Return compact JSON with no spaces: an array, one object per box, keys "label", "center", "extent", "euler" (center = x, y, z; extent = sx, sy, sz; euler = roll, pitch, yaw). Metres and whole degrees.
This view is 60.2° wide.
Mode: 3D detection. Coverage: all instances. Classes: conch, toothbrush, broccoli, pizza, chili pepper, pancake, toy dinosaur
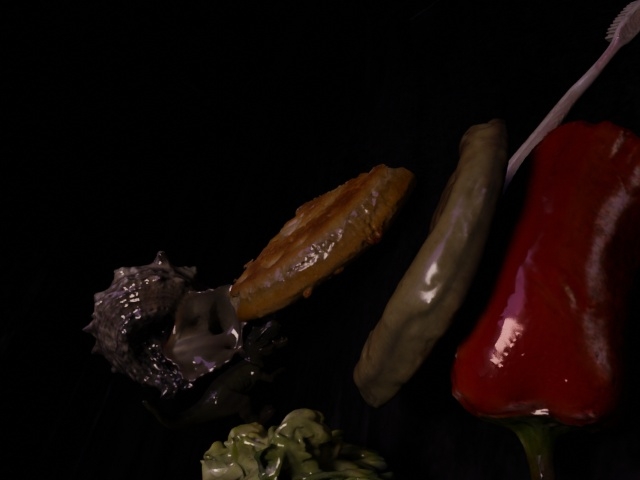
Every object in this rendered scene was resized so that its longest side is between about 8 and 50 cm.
[{"label":"conch","center":[-0.235,0.136,0.906],"extent":[0.186,0.313,0.240],"euler":[-31,-55,-67]},{"label":"toothbrush","center":[0.259,-0.137,0.610],"extent":[0.307,0.025,0.029],"euler":[-53,17,6]},{"label":"broccoli","center":[-0.076,0.263,0.476],"extent":[0.288,0.246,0.248],"euler":[-55,32,1]},{"label":"pizza","center":[0.000,0.000,0.825],"extent":[0.335,0.086,0.226],"euler":[-40,17,11]},{"label":"chili pepper","center":[0.161,0.077,0.414],"extent":[0.338,0.131,0.134],"euler":[-66,17,-16]},{"label":"pancake","center":[0.101,0.022,0.506],"extent":[0.294,0.049,0.294],"euler":[-62,-8,-16]},{"label":"toy dinosaur","center":[-0.139,0.180,0.763],"extent":[0.087,0.179,0.187],"euler":[-12,48,55]}]
